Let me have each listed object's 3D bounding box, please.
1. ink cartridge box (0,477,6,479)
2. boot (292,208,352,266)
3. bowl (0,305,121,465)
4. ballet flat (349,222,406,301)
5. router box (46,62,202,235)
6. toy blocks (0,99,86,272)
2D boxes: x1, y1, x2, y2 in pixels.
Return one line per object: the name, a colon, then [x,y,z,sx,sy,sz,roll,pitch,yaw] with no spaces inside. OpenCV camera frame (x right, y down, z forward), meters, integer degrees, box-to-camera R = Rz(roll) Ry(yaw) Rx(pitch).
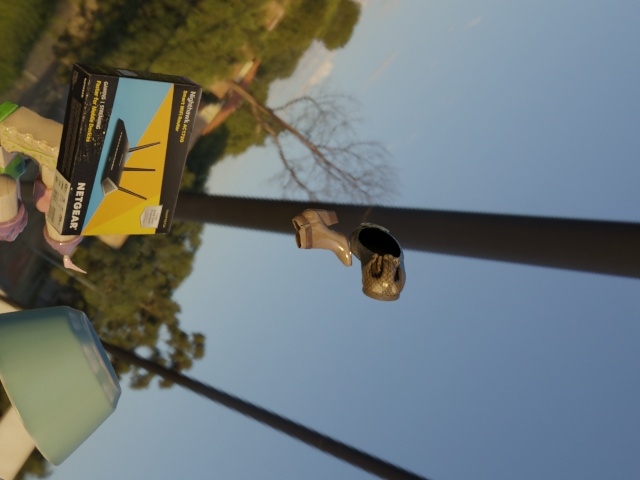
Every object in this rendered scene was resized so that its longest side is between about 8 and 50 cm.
ink cartridge box: [-0.445,0.327,0.956,0.062,0.209,0.109,-49,-157,21]
boot: [0.000,0.000,1.406,0.087,0.118,0.042,-16,169,-29]
bowl: [-0.488,0.248,1.516,0.163,0.311,0.311,-25,-174,-14]
ballet flat: [0.086,0.016,1.166,0.250,0.084,0.058,-85,-177,-71]
router box: [-0.212,-0.094,0.865,0.046,0.133,0.179,37,-61,41]
toy blocks: [-0.448,-0.081,1.061,0.260,0.288,0.309,109,7,-47]
